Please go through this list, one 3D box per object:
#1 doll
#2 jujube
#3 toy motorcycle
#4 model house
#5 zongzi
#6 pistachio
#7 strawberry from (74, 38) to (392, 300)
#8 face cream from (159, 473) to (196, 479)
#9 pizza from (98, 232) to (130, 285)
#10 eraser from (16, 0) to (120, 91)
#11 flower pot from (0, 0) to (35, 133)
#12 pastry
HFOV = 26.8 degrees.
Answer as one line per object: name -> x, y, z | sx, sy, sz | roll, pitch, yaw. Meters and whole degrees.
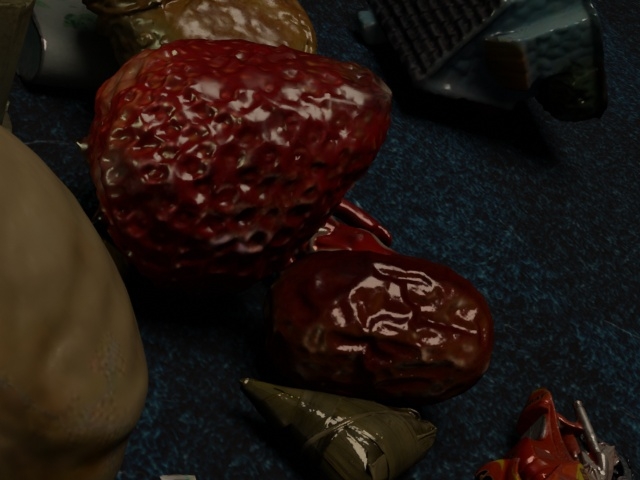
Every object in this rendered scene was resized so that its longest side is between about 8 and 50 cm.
doll -> 0.000, 0.000, 1.635 | 0.384, 0.099, 0.188 | 41, 37, 8
jujube -> 0.061, 0.095, 1.455 | 0.250, 0.174, 0.174 | 8, 35, -9
toy motorcycle -> 0.254, 0.272, 1.454 | 0.171, 0.089, 0.298 | 34, 30, 6
model house -> 0.251, -0.333, 2.212 | 0.339, 0.297, 0.360 | -15, 42, -4
zongzi -> 0.020, 0.185, 1.395 | 0.176, 0.078, 0.160 | 40, 26, 21
pistachio -> -0.315, 0.048, 1.081 | 0.445, 0.281, 0.365 | 53, 2, 10
strawberry -> -0.109, -0.102, 1.449 | 0.292, 0.310, 0.292 | 30, 24, -15
face cream -> -0.112, 0.255, 1.224 | 0.038, 0.020, 0.115 | 5, 38, -36
pizza -> -0.268, 0.046, 1.377 | 0.181, 0.034, 0.262 | 8, 34, -34
eraser -> -0.292, -0.260, 1.761 | 0.227, 0.081, 0.174 | 5, 42, -39
flower pot -> -0.414, -0.223, 1.491 | 0.212, 0.202, 0.212 | 23, 27, -13
pastry -> -0.155, -0.266, 1.686 | 0.255, 0.162, 0.311 | -25, 75, -36
